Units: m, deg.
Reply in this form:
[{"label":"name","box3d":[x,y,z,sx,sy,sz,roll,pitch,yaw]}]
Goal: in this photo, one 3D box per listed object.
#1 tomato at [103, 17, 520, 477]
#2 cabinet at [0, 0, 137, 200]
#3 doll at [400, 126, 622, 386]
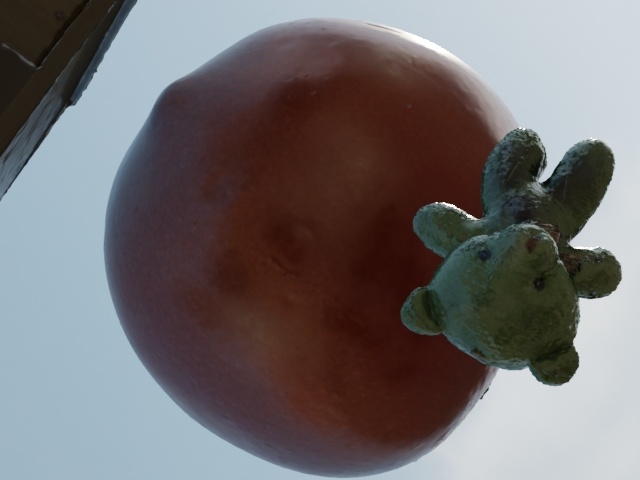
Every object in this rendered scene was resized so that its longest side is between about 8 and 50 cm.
[{"label":"tomato","box3d":[0.000,0.000,1.326,0.321,0.321,0.321,-4,-84,-45]},{"label":"cabinet","box3d":[-0.189,-0.051,0.637,0.175,0.148,0.215,34,-121,-6]},{"label":"doll","box3d":[0.105,-0.003,0.988,0.077,0.115,0.150,97,-169,-54]}]
